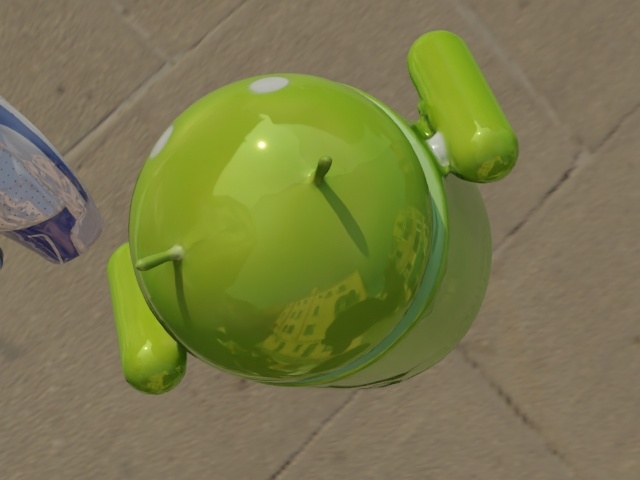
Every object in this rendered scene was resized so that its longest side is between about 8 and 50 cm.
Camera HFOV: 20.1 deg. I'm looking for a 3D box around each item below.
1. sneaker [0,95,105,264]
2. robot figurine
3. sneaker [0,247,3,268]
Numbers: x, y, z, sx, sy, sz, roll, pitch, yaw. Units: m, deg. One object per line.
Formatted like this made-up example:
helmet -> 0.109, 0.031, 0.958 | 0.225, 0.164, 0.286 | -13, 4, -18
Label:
sneaker -> -0.313, -0.060, 1.284 | 0.182, 0.127, 0.315 | -46, 137, -4
robot figurine -> 0.000, 0.000, 0.403 | 0.101, 0.115, 0.067 | -31, 77, 13
sneaker -> -0.402, 0.010, 1.756 | 0.209, 0.069, 0.082 | 26, 43, -38
